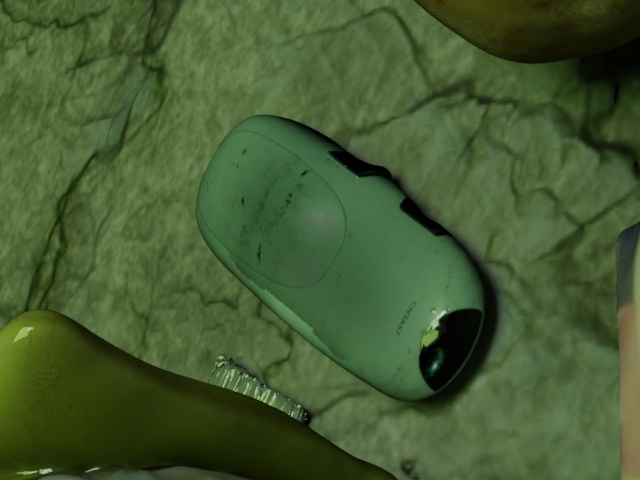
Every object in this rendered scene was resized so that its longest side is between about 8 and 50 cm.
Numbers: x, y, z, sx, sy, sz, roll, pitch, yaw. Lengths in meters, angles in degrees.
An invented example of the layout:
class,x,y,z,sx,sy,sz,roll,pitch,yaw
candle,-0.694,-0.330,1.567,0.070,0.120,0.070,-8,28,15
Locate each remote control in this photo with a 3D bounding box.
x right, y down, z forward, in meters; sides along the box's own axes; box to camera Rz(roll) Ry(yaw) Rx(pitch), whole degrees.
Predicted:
class,x,y,z,sx,sy,sz,roll,pitch,yaw
remote control,0.002,0.001,0.966,0.256,0.045,0.097,35,101,50

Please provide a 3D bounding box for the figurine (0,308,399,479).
class,x,y,z,sx,sy,sz,roll,pitch,yaw
figurine,-0.129,0.273,0.800,0.361,0.266,0.377,-44,36,47

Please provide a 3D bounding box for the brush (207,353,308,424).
class,x,y,z,sx,sy,sz,roll,pitch,yaw
brush,-0.094,0.218,1.000,0.090,0.017,0.314,28,96,53

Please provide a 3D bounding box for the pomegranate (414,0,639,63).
class,x,y,z,sx,sy,sz,roll,pitch,yaw
pomegranate,0.105,-0.171,0.817,0.196,0.196,0.196,-26,53,41

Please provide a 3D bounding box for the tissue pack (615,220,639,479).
class,x,y,z,sx,sy,sz,roll,pitch,yaw
tissue pack,0.248,0.066,0.562,0.344,0.125,0.242,-22,56,43
